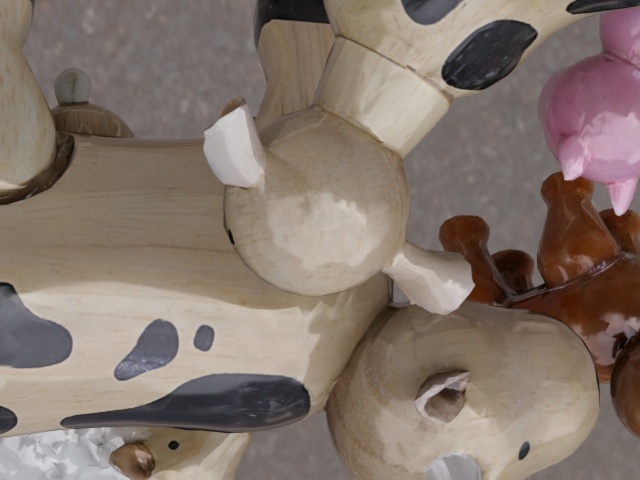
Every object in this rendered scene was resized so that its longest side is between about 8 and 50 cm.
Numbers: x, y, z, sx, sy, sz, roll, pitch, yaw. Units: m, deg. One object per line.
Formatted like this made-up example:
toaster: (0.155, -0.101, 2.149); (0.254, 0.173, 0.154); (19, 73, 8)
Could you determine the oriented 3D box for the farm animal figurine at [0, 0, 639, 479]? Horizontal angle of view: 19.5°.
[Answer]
farm animal figurine: (0.000, 0.000, 0.548); (0.327, 0.172, 0.330); (-6, 145, 7)
